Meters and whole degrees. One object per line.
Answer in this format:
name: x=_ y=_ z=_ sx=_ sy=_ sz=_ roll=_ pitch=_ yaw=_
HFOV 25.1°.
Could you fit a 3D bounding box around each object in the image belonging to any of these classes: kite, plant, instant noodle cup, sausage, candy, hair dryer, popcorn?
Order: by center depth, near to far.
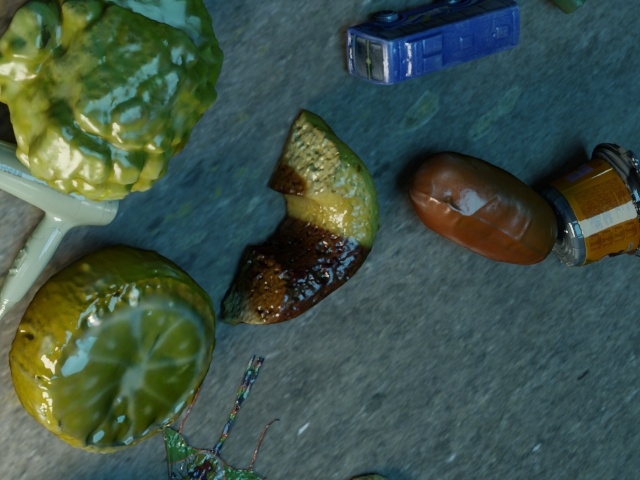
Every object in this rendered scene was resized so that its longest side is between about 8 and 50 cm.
popcorn: x=-0.232 y=-0.181 z=1.568 sx=0.258 sy=0.224 sz=0.270 roll=-17 pitch=94 yaw=-30
hair dryer: x=-0.362 y=-0.002 z=1.653 sx=0.206 sy=0.075 sz=0.237 roll=18 pitch=103 yaw=-30
candy: x=-0.245 y=0.130 z=1.727 sx=0.260 sy=0.118 sz=0.260 roll=-23 pitch=129 yaw=-32
kite: x=-0.130 y=0.268 z=1.921 sx=0.198 sy=0.006 sz=0.244 roll=30 pitch=87 yaw=-37
sausage: x=0.229 y=-0.043 z=1.992 sx=0.258 sy=0.133 sz=0.133 roll=26 pitch=90 yaw=-37
plant: x=0.325 y=-0.364 z=2.002 sx=0.102 sy=0.051 sz=0.051 roll=46 pitch=78 yaw=-22
instant noodle cup: x=0.392 y=-0.037 z=2.089 sx=0.125 sy=0.177 sz=0.208 roll=-23 pitch=131 yaw=-12

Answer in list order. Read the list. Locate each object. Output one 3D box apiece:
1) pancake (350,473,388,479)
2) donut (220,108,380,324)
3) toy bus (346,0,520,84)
pancake: x=0.059 y=0.414 z=2.085 sx=0.158 sy=0.028 sz=0.158 roll=-9 pitch=108 yaw=-31
donut: x=0.000 y=0.000 z=1.858 sx=0.151 sy=0.112 sz=0.295 roll=21 pitch=94 yaw=-35
toy bus: x=0.151 y=-0.269 z=1.883 sx=0.236 sy=0.094 sz=0.079 roll=-20 pitch=116 yaw=-28
